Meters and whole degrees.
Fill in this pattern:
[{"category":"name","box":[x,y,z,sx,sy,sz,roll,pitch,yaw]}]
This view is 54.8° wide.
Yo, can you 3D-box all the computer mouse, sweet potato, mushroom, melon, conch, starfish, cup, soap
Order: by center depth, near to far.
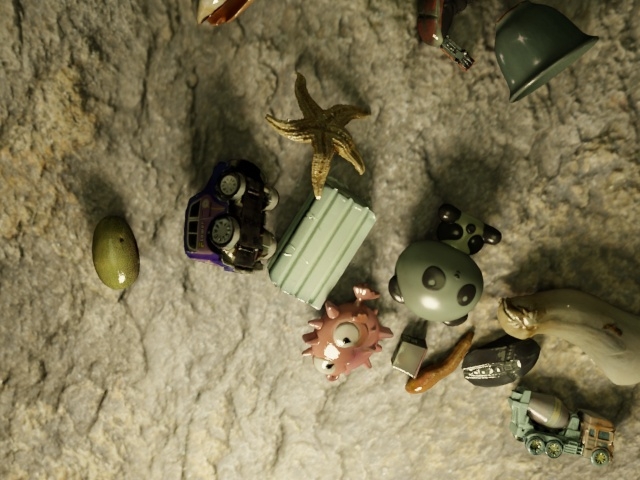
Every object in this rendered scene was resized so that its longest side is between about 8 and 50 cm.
[{"category":"conch","box":[-0.183,-0.494,1.211,0.104,0.094,0.176,11,114,-46]},{"category":"cup","box":[0.423,-0.394,1.231,0.199,0.199,0.150,-34,86,6]},{"category":"starfish","box":[0.008,-0.224,1.272,0.235,0.062,0.277,-6,76,-25]},{"category":"melon","box":[-0.441,0.025,1.328,0.099,0.099,0.162,-6,103,-1]},{"category":"soap","box":[0.000,0.000,1.350,0.150,0.094,0.261,30,100,-15]},{"category":"mushroom","box":[0.591,0.201,1.409,0.397,0.126,0.177,26,110,-12]},{"category":"computer mouse","box":[0.430,0.287,1.453,0.192,0.062,0.106,-18,104,1]},{"category":"sweet potato","box":[0.288,0.295,1.457,0.214,0.050,0.050,-40,103,7]}]

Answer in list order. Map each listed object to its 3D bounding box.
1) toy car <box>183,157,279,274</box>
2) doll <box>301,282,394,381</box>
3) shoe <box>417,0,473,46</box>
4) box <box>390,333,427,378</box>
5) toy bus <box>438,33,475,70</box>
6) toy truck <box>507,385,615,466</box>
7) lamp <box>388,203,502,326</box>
[{"category":"toy car","box":[-0.192,-0.050,1.284,0.158,0.172,0.235,1,82,26]},{"category":"doll","box":[0.061,0.211,1.392,0.211,0.093,0.262,15,113,-26]},{"category":"shoe","box":[0.283,-0.511,1.213,0.137,0.114,0.291,21,92,-10]},{"category":"box","box":[0.205,0.267,1.442,0.063,0.060,0.085,19,104,-2]},{"category":"toy bus","box":[0.270,-0.396,1.279,0.110,0.043,0.031,38,103,-13]},{"category":"toy truck","box":[0.571,0.441,1.480,0.256,0.108,0.140,11,90,-2]},{"category":"lamp","box":[0.268,0.056,1.331,0.197,0.198,0.244,26,93,-9]}]
